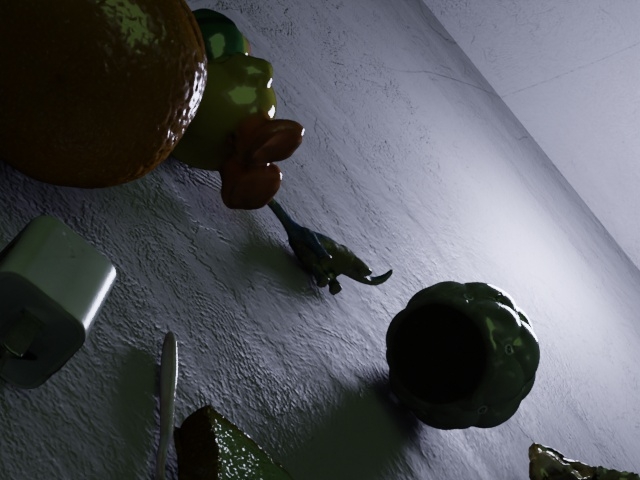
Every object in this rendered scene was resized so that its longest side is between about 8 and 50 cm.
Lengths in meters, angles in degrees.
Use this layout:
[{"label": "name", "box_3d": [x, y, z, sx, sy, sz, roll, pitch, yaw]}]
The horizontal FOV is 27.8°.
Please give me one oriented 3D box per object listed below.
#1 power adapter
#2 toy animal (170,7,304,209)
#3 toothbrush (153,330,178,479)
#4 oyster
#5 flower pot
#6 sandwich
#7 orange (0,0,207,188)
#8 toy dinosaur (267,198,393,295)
[{"label": "power adapter", "box_3d": [-0.323, 0.085, 1.423, 0.125, 0.130, 0.205, 42, 25, -14]}, {"label": "toy animal", "box_3d": [-0.175, -0.219, 2.017, 0.191, 0.216, 0.338, -7, 52, -29]}, {"label": "toothbrush", "box_3d": [-0.185, 0.220, 1.577, 0.029, 0.025, 0.307, 43, 25, -31]}, {"label": "oyster", "box_3d": [0.486, 0.460, 2.181, 0.337, 0.133, 0.198, 38, 30, -17]}, {"label": "flower pot", "box_3d": [0.223, 0.181, 2.036, 0.246, 0.246, 0.195, 59, 20, 21]}, {"label": "sandwich", "box_3d": [-0.099, 0.322, 1.496, 0.186, 0.065, 0.215, 45, 24, -28]}, {"label": "orange", "box_3d": [-0.327, -0.237, 1.663, 0.357, 0.322, 0.322, 34, 28, -11]}, {"label": "toy dinosaur", "box_3d": [0.000, 0.000, 2.133, 0.247, 0.075, 0.188, 13, 35, -42]}]
